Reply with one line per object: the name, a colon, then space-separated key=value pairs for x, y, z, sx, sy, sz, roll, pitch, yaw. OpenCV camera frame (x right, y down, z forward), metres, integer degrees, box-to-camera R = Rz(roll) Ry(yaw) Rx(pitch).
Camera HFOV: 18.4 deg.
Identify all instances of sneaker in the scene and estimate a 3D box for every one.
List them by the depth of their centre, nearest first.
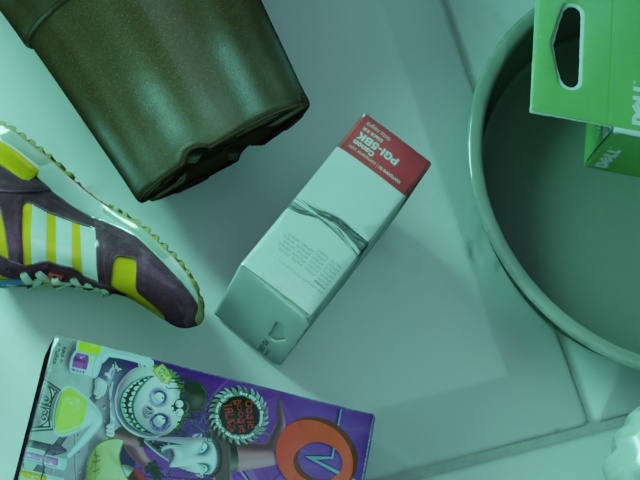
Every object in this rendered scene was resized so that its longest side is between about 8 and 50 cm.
sneaker: x=-0.159 y=0.011 z=1.220 sx=0.185 sy=0.069 sz=0.084 roll=37 pitch=74 yaw=9

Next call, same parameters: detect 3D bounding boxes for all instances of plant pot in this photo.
plant pot: x=-0.099 y=-0.124 z=1.237 sx=0.167 sy=0.167 sz=0.165 roll=-29 pitch=85 yaw=-22

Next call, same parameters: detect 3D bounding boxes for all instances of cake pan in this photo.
cake pan: x=0.233 y=-0.039 z=1.336 sx=0.293 sy=0.054 sz=0.293 roll=5 pitch=68 yaw=-12

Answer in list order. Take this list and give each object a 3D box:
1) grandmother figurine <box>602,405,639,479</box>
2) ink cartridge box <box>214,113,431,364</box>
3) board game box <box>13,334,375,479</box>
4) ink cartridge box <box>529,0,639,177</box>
grandmother figurine: x=0.344 y=0.153 z=1.257 sx=0.342 sy=0.104 sz=0.208 roll=5 pitch=35 yaw=-11
ink cartridge box: x=0.000 y=0.000 z=1.239 sx=0.056 sy=0.099 sz=0.135 roll=38 pitch=65 yaw=2
board game box: x=-0.099 y=0.243 z=1.152 sx=0.208 sy=0.056 sz=0.347 roll=16 pitch=66 yaw=-12
ink cartridge box: x=0.230 y=-0.098 z=1.293 sx=0.209 sy=0.062 sz=0.109 roll=10 pitch=67 yaw=-9
